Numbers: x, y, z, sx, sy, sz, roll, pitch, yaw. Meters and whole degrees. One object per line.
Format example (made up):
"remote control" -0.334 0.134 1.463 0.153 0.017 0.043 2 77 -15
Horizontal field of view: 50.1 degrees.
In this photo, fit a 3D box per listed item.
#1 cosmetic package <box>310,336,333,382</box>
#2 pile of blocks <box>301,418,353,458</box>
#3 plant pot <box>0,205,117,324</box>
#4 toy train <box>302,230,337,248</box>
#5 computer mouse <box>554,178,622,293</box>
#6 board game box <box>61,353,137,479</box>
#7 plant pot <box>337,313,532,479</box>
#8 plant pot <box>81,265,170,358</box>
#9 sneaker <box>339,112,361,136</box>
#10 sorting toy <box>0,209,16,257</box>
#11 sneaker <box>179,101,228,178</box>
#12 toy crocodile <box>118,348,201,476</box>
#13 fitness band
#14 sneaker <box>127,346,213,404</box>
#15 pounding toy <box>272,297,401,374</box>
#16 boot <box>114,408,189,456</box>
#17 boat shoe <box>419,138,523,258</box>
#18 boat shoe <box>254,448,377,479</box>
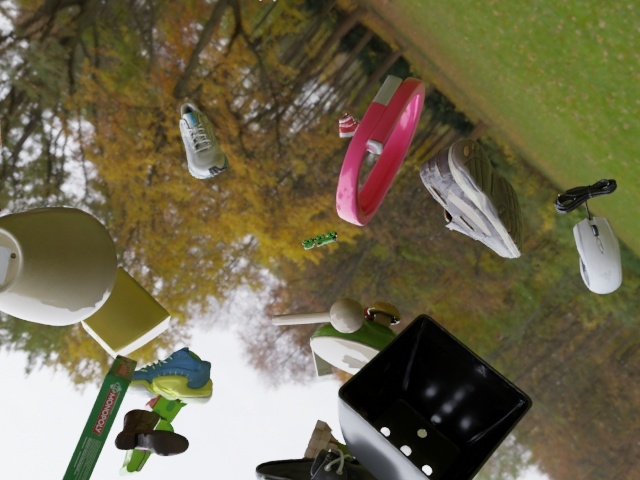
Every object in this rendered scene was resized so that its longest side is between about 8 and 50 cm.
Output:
"cosmetic package" 0.003 0.320 1.856 0.060 0.041 0.115 87 171 -63
"pile of blocks" 0.040 0.548 1.545 0.112 0.362 0.149 15 -138 20
"plant pot" -0.568 0.045 1.336 0.256 0.256 0.274 44 180 5
"toy train" 0.000 0.000 1.568 0.017 0.083 0.024 70 -176 -72
"computer mouse" 0.476 -0.004 1.177 0.042 0.106 0.193 26 -129 -81
"board game box" -0.415 0.374 1.226 0.046 0.317 0.213 23 175 -10
"plant pot" 0.134 0.251 0.923 0.187 0.167 0.188 39 -128 22
"plant pot" -0.600 0.236 2.070 0.212 0.187 0.212 44 158 2
"sneaker" 0.110 -0.345 2.006 0.042 0.118 0.067 -145 44 -68
"sorting toy" -0.823 0.002 1.693 0.274 0.046 0.132 64 -160 8
"sneaker" -0.220 -0.183 1.222 0.191 0.071 0.083 -122 12 -45
"toy crocodile" -0.387 0.416 1.669 0.105 0.115 0.340 39 -126 -11
"fitness band" 0.110 -0.160 1.198 0.054 0.291 0.209 22 150 16
"sneaker" -0.365 0.306 1.602 0.240 0.126 0.091 12 159 -9
"pounding toy" 0.069 0.139 1.119 0.183 0.110 0.237 -6 144 46
"boot" -0.241 0.276 1.002 0.106 0.037 0.114 9 -179 -7
"boat shoe" 0.325 -0.080 1.448 0.355 0.130 0.132 47 -133 -38
"boat shoe" 0.022 0.412 1.185 0.108 0.301 0.102 -27 -77 -62
